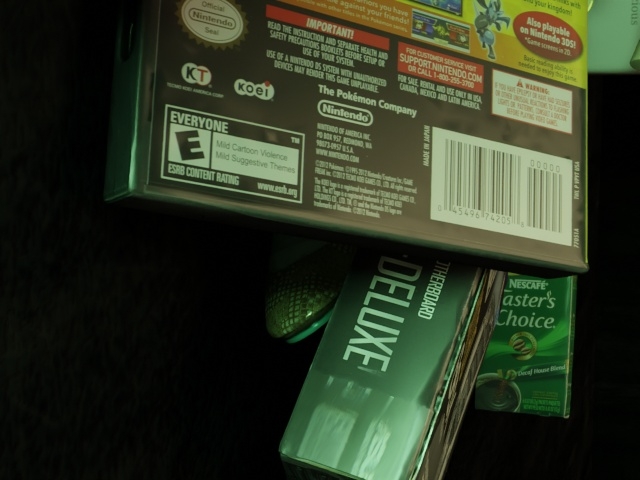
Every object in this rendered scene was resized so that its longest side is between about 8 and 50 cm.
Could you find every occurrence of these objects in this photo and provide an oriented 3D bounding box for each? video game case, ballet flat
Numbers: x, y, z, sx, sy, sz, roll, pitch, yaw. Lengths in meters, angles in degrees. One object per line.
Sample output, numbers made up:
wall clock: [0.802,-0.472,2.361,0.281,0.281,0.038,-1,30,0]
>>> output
video game case: [0.029,-0.120,0.642,0.275,0.035,0.248,10,77,-33]
ballet flat: [0.000,0.000,0.827,0.067,0.073,0.206,60,22,-9]

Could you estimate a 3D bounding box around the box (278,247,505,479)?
box: [0.059,0.081,0.821,0.307,0.076,0.242,84,25,-64]

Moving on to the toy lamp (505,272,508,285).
toy lamp: [0.115,0.033,1.145,0.274,0.080,0.080,7,85,-73]

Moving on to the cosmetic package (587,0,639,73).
cosmetic package: [0.402,-0.355,1.464,0.329,0.393,0.327,-26,117,-71]

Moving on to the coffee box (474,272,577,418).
coffee box: [0.243,0.112,1.498,0.040,0.113,0.184,14,81,-69]

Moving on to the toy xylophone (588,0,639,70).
toy xylophone: [0.238,-0.290,1.251,0.081,0.236,0.323,94,3,-77]
